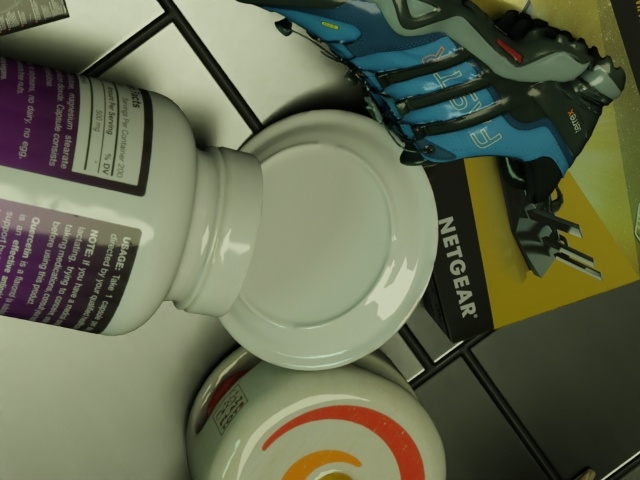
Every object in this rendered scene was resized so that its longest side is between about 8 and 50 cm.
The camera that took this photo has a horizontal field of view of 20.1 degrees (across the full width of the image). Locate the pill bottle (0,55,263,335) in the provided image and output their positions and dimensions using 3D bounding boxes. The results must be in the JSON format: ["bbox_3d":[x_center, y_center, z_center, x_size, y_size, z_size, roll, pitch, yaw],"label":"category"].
[{"bbox_3d":[-0.213,-0.035,1.282,0.322,0.181,0.182,13,104,-18],"label":"pill bottle"}]

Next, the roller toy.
[{"bbox_3d":[-0.006,0.174,1.419,0.209,0.146,0.191,-8,109,-11],"label":"roller toy"}]

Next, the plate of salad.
[{"bbox_3d":[0.000,0.000,1.371,0.200,0.200,0.048,-56,153,7],"label":"plate of salad"}]

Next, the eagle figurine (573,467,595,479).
[{"bbox_3d":[0.194,0.346,1.443,0.225,0.298,0.226,-2,108,-14],"label":"eagle figurine"}]

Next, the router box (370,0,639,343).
[{"bbox_3d":[0.169,-0.103,1.408,0.242,0.081,0.309,-19,111,-7],"label":"router box"}]

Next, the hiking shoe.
[{"bbox_3d":[0.068,-0.117,1.275,0.304,0.113,0.132,19,102,-17],"label":"hiking shoe"}]

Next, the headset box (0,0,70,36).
[{"bbox_3d":[-0.231,-0.182,1.310,0.083,0.032,0.062,-17,110,-7],"label":"headset box"}]
